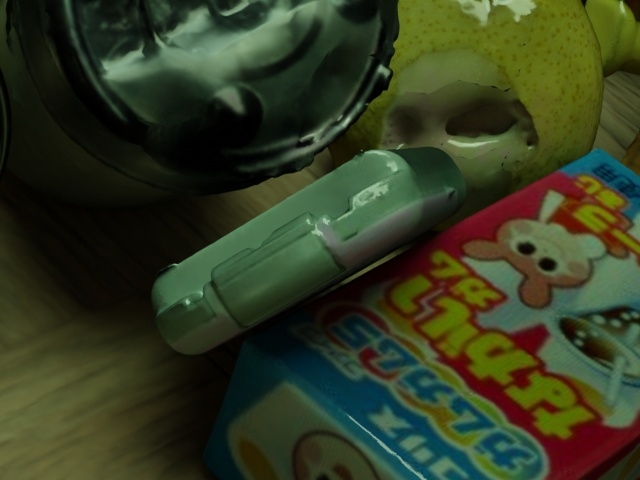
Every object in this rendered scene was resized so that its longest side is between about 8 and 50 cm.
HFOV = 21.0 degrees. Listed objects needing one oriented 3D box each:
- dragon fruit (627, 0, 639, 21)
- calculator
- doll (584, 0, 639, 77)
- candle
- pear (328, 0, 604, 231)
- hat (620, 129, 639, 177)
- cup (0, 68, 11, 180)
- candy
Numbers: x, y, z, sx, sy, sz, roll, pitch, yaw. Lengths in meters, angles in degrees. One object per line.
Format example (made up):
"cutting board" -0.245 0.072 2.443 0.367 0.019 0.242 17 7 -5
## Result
"dragon fruit" 0.290 -0.280 1.262 0.226 0.305 0.305 54 36 -16
"calculator" 0.000 0.000 0.858 0.045 0.141 0.246 60 11 2
"doll" 0.329 -0.135 1.147 0.363 0.199 0.145 7 23 -34
"candle" -0.101 -0.109 0.952 0.187 0.330 0.187 2 85 -23
"pear" 0.087 -0.094 1.032 0.178 0.178 0.178 11 39 -9
"hat" 0.341 -0.026 1.043 0.233 0.244 0.233 45 31 19
"cup" -0.284 -0.095 0.878 0.196 0.196 0.280 -8 37 -30
"candy" 0.102 0.071 0.893 0.157 0.100 0.306 40 44 24
